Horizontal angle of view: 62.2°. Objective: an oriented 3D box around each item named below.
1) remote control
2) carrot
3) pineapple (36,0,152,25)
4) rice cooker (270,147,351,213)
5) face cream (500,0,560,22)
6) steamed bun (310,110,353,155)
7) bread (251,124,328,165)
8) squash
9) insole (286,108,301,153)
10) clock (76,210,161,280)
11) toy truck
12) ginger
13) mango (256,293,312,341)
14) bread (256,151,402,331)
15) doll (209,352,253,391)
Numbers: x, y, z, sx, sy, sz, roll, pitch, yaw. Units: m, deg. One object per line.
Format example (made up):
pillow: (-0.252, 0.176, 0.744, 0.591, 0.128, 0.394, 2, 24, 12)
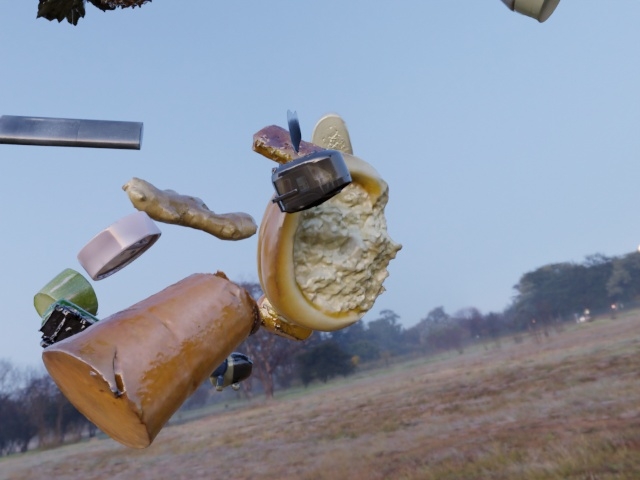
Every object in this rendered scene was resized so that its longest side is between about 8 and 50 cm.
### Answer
remote control: (-0.697, -0.303, 1.492, 0.377, 0.107, 0.044, 1, -32, -11)
carrot: (-0.230, 0.146, 0.770, 0.196, 0.196, 0.254, -30, 10, 47)
pineapple: (-0.404, -0.459, 0.949, 0.277, 0.119, 0.130, 5, 30, 31)
rice cooker: (-0.022, -0.115, 1.034, 0.165, 0.106, 0.112, -12, 7, 27)
face cream: (0.265, -0.417, 0.834, 0.114, 0.224, 0.070, -20, -41, -48)
steamed bun: (0.043, -0.365, 2.034, 0.155, 0.250, 0.200, -11, 19, 5)
bread: (-0.073, -0.260, 1.591, 0.139, 0.271, 0.077, -44, -22, -49)
squash: (-0.745, 0.178, 1.557, 0.170, 0.170, 0.123, -22, 12, 33)
insole: (-0.065, -0.282, 1.346, 0.007, 0.109, 0.322, -10, 17, 4)
clock: (-0.490, 0.014, 1.299, 0.197, 0.068, 0.197, -39, 1, 1)
toy truck: (-0.519, 0.225, 1.205, 0.242, 0.101, 0.125, 34, -5, -8)
ginger: (-0.395, -0.079, 1.612, 0.363, 0.122, 0.348, 28, 10, 8)
mango: (-0.096, 0.225, 1.565, 0.154, 0.126, 0.252, 23, -9, 31)
bread: (0.014, 0.003, 1.294, 0.329, 0.424, 0.245, 10, 0, -14)
doll: (-0.217, 0.276, 1.135, 0.179, 0.102, 0.089, 18, -52, -43)
